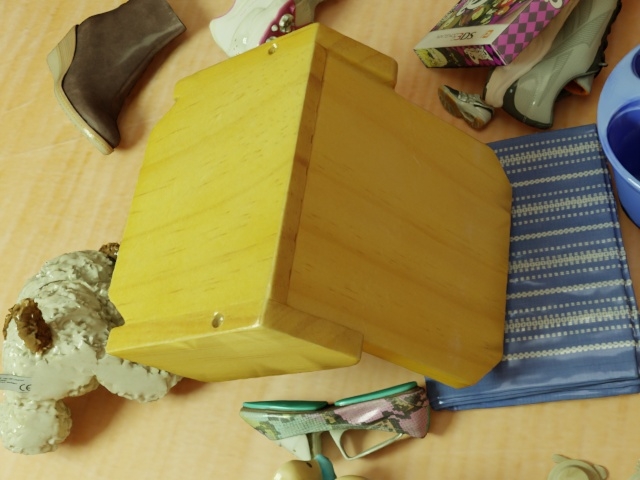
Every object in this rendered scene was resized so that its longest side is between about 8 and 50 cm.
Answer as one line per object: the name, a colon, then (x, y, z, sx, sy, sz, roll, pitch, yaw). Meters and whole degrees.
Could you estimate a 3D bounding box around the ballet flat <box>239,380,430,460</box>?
ballet flat: (0.015, 0.209, 1.053, 0.222, 0.077, 0.079, -9, 86, 14)

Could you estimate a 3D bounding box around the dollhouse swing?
dollhouse swing: (0.000, 0.000, 1.053, 0.315, 0.305, 0.346, -13, 57, 37)

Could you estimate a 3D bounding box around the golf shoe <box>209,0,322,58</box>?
golf shoe: (-0.043, -0.377, 1.337, 0.140, 0.115, 0.306, 27, 74, 31)

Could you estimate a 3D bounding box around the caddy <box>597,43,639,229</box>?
caddy: (0.468, -0.107, 0.991, 0.341, 0.179, 0.241, 16, 71, 24)

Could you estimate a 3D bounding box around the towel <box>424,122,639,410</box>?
towel: (0.231, 0.028, 1.091, 0.243, 0.040, 0.336, -10, 60, 16)

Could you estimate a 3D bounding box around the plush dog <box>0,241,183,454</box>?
plush dog: (-0.315, 0.101, 1.161, 0.262, 0.210, 0.225, -27, 34, 3)

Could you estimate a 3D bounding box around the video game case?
video game case: (0.246, -0.309, 1.178, 0.232, 0.042, 0.210, -46, 21, -7)

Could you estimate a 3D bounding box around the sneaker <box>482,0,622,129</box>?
sneaker: (0.322, -0.247, 1.168, 0.108, 0.100, 0.271, 41, 84, 13)

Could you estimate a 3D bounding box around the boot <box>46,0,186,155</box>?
boot: (-0.286, -0.258, 1.368, 0.207, 0.090, 0.248, -33, 55, 3)

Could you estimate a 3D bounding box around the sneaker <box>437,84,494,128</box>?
sneaker: (0.188, -0.177, 1.208, 0.037, 0.032, 0.083, -37, 63, -18)

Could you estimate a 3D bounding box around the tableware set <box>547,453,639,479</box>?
tableware set: (0.289, 0.294, 0.942, 0.141, 0.020, 0.168, 11, 68, 21)

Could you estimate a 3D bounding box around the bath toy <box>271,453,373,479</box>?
bath toy: (0.094, 0.327, 0.889, 0.348, 0.129, 0.151, 23, 118, 37)
